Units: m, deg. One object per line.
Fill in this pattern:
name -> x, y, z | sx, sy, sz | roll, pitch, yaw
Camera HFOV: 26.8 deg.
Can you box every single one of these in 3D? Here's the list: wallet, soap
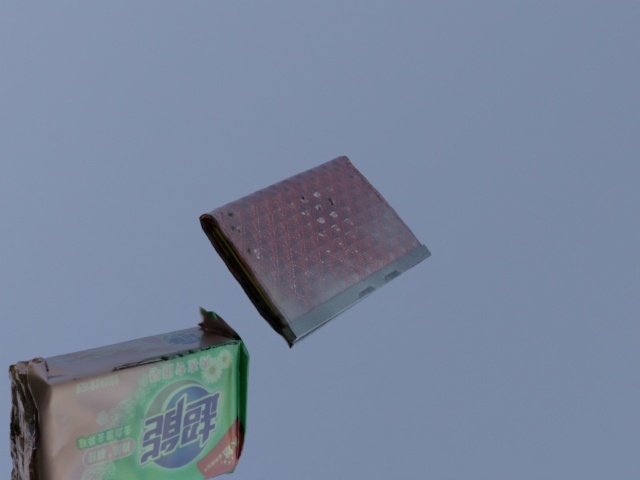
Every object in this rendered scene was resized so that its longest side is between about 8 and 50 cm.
wallet -> 0.000, 0.000, 0.922 | 0.020, 0.196, 0.103 | -41, -97, 33
soap -> -0.207, 0.197, 1.437 | 0.098, 0.273, 0.218 | 18, -71, 44
